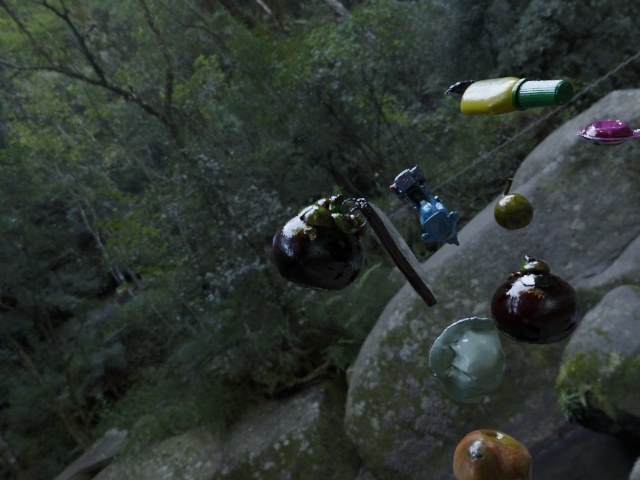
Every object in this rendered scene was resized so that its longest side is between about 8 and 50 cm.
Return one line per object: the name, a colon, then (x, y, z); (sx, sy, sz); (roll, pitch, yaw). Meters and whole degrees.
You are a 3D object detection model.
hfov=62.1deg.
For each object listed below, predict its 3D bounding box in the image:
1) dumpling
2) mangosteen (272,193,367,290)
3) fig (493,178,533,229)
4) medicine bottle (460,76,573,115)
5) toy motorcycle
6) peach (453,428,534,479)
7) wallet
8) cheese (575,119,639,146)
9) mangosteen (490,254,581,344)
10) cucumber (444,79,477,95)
dumpling: (0.589, 0.471, 2.071); (0.270, 0.320, 0.212); (-15, -16, 30)
mangosteen: (-0.007, 0.013, 1.663); (0.300, 0.300, 0.300); (-40, -10, -9)
fig: (0.731, -0.127, 2.055); (0.142, 0.147, 0.186); (-22, 30, -1)
medicine bottle: (0.458, -0.344, 1.262); (0.111, 0.076, 0.309); (-51, 25, -7)
toy motorcycle: (0.303, -0.094, 1.524); (0.124, 0.272, 0.182); (-40, -17, 15)
peach: (0.470, 0.623, 1.460); (0.214, 0.214, 0.235); (-44, -46, 9)
wallet: (0.183, 0.020, 1.359); (0.068, 0.335, 0.275); (-36, 1, 12)
cheese: (0.888, -0.315, 1.566); (0.155, 0.245, 0.062); (-47, -44, -54)
mangosteen: (0.547, 0.158, 1.347); (0.216, 0.216, 0.216); (-40, -10, -9)
cucumber: (0.429, -0.469, 1.630); (0.163, 0.039, 0.043); (-18, -49, -45)
